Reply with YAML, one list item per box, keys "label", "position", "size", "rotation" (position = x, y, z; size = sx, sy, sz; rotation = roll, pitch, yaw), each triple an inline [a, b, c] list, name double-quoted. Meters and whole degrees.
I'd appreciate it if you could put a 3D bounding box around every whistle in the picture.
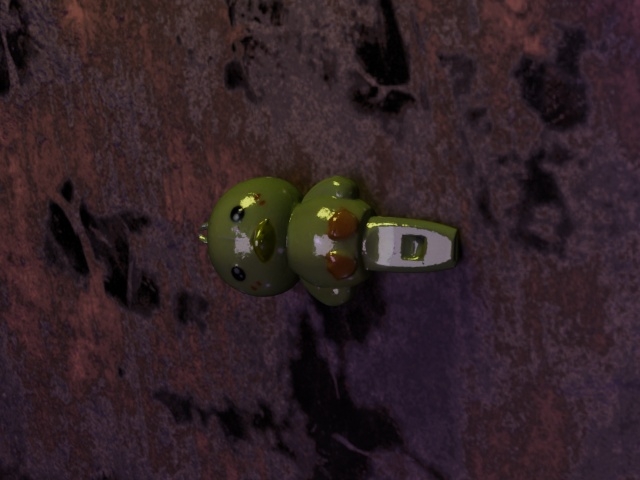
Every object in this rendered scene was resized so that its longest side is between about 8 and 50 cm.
- label: "whistle"
  position: [-0.007, 0.000, 1.370]
  size: [0.294, 0.141, 0.141]
  rotation: [4, 106, 35]
